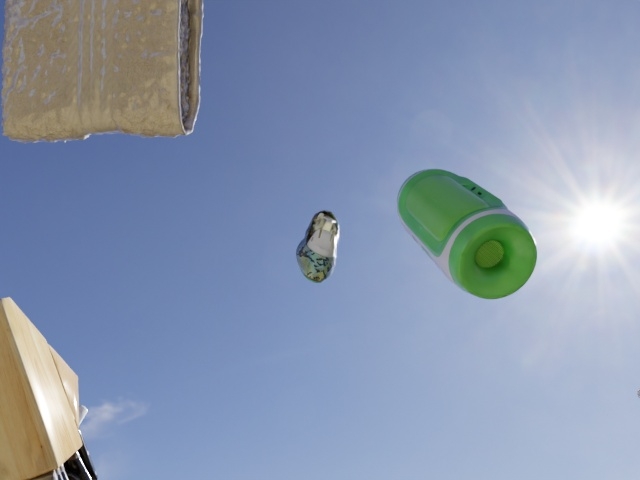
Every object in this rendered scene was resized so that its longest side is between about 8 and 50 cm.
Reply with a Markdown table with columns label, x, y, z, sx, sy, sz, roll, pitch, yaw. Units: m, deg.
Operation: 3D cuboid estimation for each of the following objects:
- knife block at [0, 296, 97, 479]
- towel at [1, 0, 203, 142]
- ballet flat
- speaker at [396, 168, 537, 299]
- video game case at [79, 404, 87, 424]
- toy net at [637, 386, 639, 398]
| label | x | y | z | sx | sy | sz | roll | pitch | yaw |
| --- | --- | --- | --- | --- | --- | --- | --- | --- | --- |
| knife block | -0.359 | 0.239 | 0.734 | 0.088 | 0.242 | 0.275 | -19 | -45 | -6 |
| towel | -0.196 | -0.227 | 0.542 | 0.187 | 0.282 | 0.049 | 0 | -3 | 17 |
| ballet flat | 0.000 | 0.000 | 1.003 | 0.070 | 0.188 | 0.070 | 0 | -65 | 1 |
| speaker | 0.207 | -0.022 | 0.924 | 0.131 | 0.296 | 0.131 | -3 | -70 | -8 |
| video game case | -0.445 | 0.343 | 0.952 | 0.157 | 0.143 | 0.019 | -34 | -70 | 21 |
| toy net | 0.438 | 0.193 | 0.599 | 0.232 | 0.122 | 0.045 | 7 | -73 | 15 |
